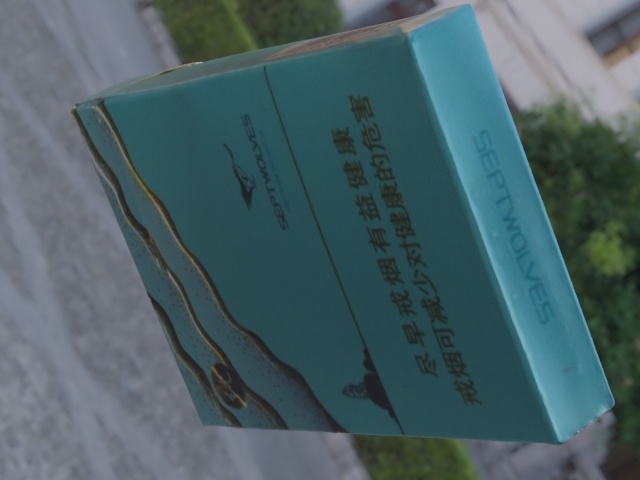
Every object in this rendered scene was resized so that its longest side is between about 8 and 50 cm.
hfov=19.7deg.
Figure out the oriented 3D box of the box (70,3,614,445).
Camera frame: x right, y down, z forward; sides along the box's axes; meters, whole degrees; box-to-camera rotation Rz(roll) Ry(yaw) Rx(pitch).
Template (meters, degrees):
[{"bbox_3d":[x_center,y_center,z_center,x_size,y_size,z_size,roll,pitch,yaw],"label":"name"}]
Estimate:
[{"bbox_3d":[0.000,0.000,0.742,0.229,0.041,0.162,-5,-70,52],"label":"box"}]
